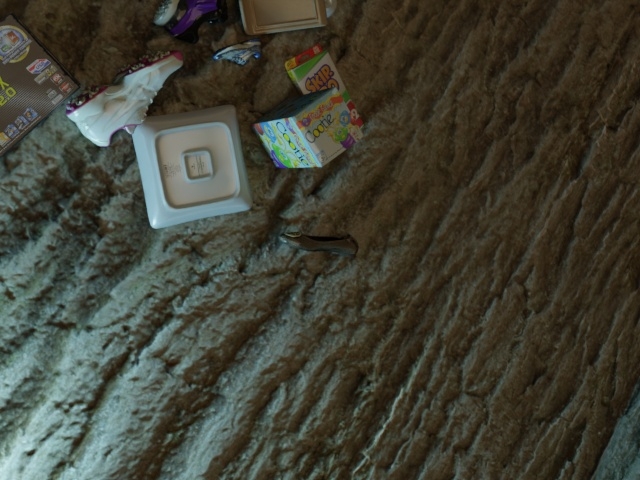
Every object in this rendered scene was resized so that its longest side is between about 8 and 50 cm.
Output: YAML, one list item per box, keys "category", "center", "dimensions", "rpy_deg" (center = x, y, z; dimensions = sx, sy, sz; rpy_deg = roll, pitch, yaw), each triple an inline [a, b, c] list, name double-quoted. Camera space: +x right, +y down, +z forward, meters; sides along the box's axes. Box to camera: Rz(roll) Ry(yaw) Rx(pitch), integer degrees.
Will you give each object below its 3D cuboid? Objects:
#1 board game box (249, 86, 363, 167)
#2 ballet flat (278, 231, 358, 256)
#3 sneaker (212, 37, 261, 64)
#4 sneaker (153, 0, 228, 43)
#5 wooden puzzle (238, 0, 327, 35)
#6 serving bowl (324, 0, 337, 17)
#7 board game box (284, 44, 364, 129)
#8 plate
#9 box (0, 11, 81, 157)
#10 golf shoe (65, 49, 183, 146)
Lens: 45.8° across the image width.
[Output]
- category: "board game box"
  center: [-0.040, -0.276, 1.900]
  dimensions: [0.144, 0.275, 0.142]
  rpy_deg: [-38, 109, -18]
- category: "ballet flat"
  center: [0.000, 0.000, 2.047]
  dimensions: [0.250, 0.084, 0.058]
  rpy_deg: [9, 106, -31]
- category: "sneaker"
  center: [-0.207, -0.473, 1.929]
  dimensions: [0.135, 0.052, 0.058]
  rpy_deg: [-22, 107, -22]
- category: "sneaker"
  center: [-0.276, -0.611, 1.865]
  dimensions: [0.146, 0.102, 0.293]
  rpy_deg: [36, 84, -28]
- category: "wooden puzzle"
  center: [-0.107, -0.653, 1.961]
  dimensions: [0.239, 0.044, 0.220]
  rpy_deg: [-13, 100, -20]
- category: "serving bowl"
  center: [0.010, -0.639, 2.032]
  dimensions: [0.083, 0.027, 0.083]
  rpy_deg: [-2, 94, -26]
- category: "board game box"
  center: [0.012, -0.391, 2.052]
  dimensions: [0.124, 0.039, 0.259]
  rpy_deg: [-34, 105, -20]
- category: "plate"
  center: [-0.314, -0.188, 1.904]
  dimensions: [0.278, 0.045, 0.277]
  rpy_deg: [-13, 100, -24]
- category: "box"
  center: [-0.711, -0.338, 1.691]
  dimensions: [0.270, 0.060, 0.216]
  rpy_deg: [-47, 112, -15]
- category: "golf shoe"
  center: [-0.446, -0.342, 1.803]
  dimensions: [0.306, 0.115, 0.140]
  rpy_deg: [-35, 118, -12]
